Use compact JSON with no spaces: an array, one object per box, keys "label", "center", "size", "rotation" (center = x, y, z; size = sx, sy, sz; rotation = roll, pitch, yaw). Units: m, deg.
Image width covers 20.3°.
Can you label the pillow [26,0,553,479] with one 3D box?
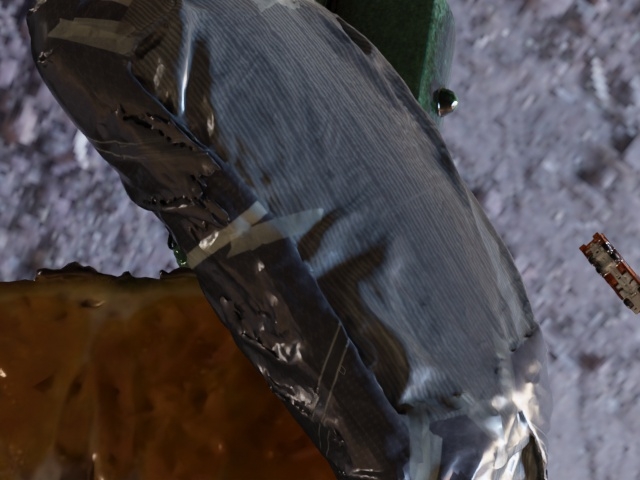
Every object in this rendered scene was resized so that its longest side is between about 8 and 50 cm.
[{"label":"pillow","center":[0.000,0.000,0.788],"size":[0.161,0.092,0.335],"rotation":[-32,86,-47]}]

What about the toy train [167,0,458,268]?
[{"label":"toy train","center":[0.005,-0.052,1.255],"size":[0.178,0.138,0.330],"rotation":[3,63,15]}]

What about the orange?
[{"label":"orange","center":[-0.091,0.142,0.854],"size":[0.274,0.310,0.274],"rotation":[48,30,-40]}]

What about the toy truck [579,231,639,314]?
[{"label":"toy truck","center":[0.242,0.031,1.426],"size":[0.083,0.024,0.032],"rotation":[51,16,14]}]
